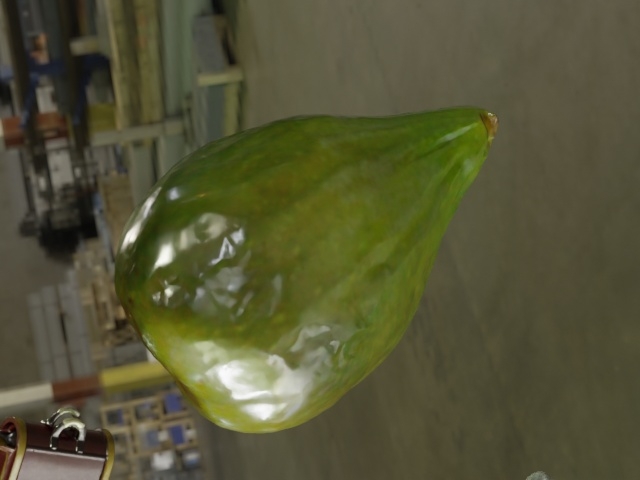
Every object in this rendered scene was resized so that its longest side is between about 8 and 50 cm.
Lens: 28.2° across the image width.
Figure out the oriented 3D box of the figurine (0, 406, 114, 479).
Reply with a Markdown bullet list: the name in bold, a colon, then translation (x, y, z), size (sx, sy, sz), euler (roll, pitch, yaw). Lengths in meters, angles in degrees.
- **figurine**: translation (-0.300, 0.227, 1.400), size (0.098, 0.154, 0.082), euler (-59, 37, 19)

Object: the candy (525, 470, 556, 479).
- **candy**: translation (0.238, 0.208, 0.705), size (0.124, 0.365, 0.124), euler (-36, 34, 30)

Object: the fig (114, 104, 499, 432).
- **fig**: translation (-0.017, 0.001, 0.738), size (0.167, 0.233, 0.167), euler (25, 144, 20)
